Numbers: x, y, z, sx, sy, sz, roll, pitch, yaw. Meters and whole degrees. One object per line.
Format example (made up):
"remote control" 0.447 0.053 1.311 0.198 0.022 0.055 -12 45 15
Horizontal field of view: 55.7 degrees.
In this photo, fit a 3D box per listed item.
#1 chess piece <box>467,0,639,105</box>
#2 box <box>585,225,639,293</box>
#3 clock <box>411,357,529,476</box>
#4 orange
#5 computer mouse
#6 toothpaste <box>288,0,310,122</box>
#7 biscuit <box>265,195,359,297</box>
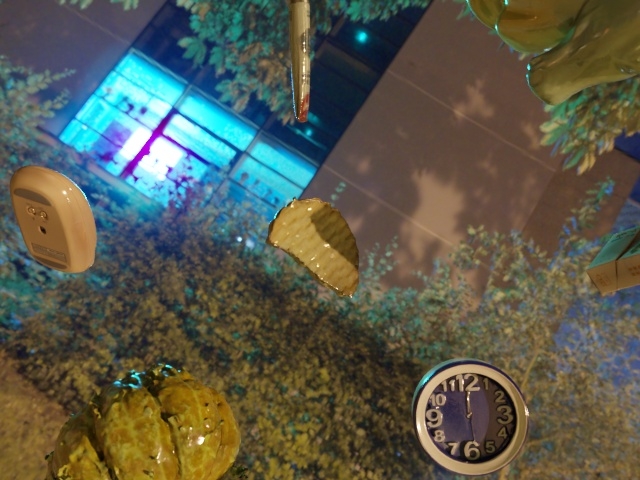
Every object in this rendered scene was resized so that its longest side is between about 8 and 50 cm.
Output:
"chess piece" 0.274 -0.259 0.658 0.176 0.176 0.298 43 23 -39
"box" 0.633 0.013 1.122 0.067 0.149 0.233 57 -36 -2
"clock" 0.305 0.360 1.249 0.230 0.230 0.083 31 0 9
"orange" -0.282 0.335 0.965 0.223 0.301 0.300 53 -2 34
"computer mouse" -0.498 -0.040 1.140 0.145 0.082 0.236 15 -47 12
"toothpaste" -0.037 -0.341 1.127 0.039 0.239 0.062 2 14 12
"biscuit" 0.000 0.000 1.396 0.273 0.187 0.036 40 -32 -27
